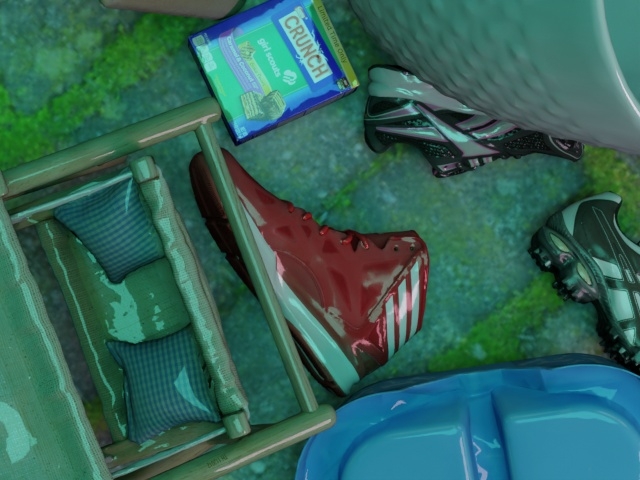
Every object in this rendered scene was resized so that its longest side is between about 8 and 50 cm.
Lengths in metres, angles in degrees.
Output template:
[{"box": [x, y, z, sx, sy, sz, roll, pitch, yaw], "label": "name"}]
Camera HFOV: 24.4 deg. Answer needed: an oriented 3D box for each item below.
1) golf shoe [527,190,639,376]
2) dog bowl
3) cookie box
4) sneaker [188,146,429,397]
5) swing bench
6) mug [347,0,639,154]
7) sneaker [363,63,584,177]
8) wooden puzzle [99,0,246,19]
[{"box": [0.255, 0.050, 1.168, 0.094, 0.077, 0.198, -38, 95, -5], "label": "golf shoe"}, {"box": [0.129, 0.170, 1.124, 0.297, 0.074, 0.166, -9, 104, 6], "label": "dog bowl"}, {"box": [-0.037, -0.138, 1.155, 0.107, 0.040, 0.091, -26, 92, -6], "label": "cookie box"}, {"box": [0.000, 0.000, 1.149, 0.128, 0.087, 0.221, -35, 106, -13], "label": "sneaker"}, {"box": [-0.166, 0.066, 1.032, 0.255, 0.165, 0.253, -24, 95, -35], "label": "swing bench"}, {"box": [0.140, -0.239, 0.987, 0.276, 0.328, 0.374, -54, 126, -13], "label": "mug"}, {"box": [0.116, -0.083, 1.166, 0.178, 0.072, 0.077, 15, 101, 2], "label": "sneaker"}, {"box": [-0.163, -0.318, 1.013, 0.081, 0.322, 0.347, -17, 93, 13], "label": "wooden puzzle"}]
